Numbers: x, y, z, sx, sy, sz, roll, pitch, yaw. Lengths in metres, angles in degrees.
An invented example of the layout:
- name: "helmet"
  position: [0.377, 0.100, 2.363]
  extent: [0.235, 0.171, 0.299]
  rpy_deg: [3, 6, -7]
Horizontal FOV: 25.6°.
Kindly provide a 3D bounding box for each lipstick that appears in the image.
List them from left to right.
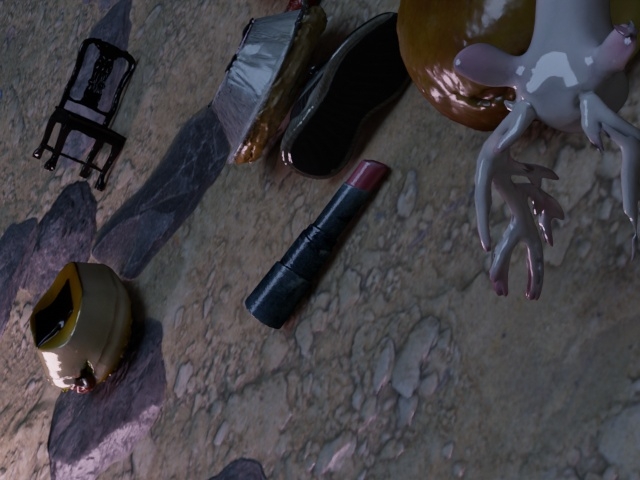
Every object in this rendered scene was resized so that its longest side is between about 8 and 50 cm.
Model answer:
- name: "lipstick"
  position: [0.000, 0.000, 1.629]
  extent: [0.234, 0.053, 0.053]
  rpy_deg: [-52, 33, 18]

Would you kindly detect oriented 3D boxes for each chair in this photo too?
- name: "chair"
  position: [-0.373, -0.212, 2.311]
  extent: [0.113, 0.106, 0.229]
  rpy_deg: [28, 95, 61]

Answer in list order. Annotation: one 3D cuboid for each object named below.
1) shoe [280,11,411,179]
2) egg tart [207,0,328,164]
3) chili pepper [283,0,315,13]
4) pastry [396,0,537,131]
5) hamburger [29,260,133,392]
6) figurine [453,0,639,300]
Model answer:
- name: "shoe"
  position: [0.026, -0.183, 1.671]
  extent: [0.227, 0.099, 0.112]
  rpy_deg: [-56, 24, 20]
- name: "egg tart"
  position: [-0.075, -0.205, 1.779]
  extent: [0.234, 0.094, 0.234]
  rpy_deg: [-155, 90, -84]
- name: "chili pepper"
  position: [-0.022, -0.322, 1.896]
  extent: [0.027, 0.045, 0.178]
  rpy_deg: [19, 84, 21]
- name: "pastry"
  position: [0.200, -0.279, 1.385]
  extent: [0.356, 0.164, 0.356]
  rpy_deg: [-35, 45, 45]
- name: "hamburger"
  position: [-0.342, 0.123, 2.035]
  extent: [0.173, 0.116, 0.210]
  rpy_deg: [-53, 28, 7]
- name: "figurine"
  position: [0.250, -0.112, 1.128]
  extent: [0.206, 0.284, 0.316]
  rpy_deg: [13, 50, 48]
